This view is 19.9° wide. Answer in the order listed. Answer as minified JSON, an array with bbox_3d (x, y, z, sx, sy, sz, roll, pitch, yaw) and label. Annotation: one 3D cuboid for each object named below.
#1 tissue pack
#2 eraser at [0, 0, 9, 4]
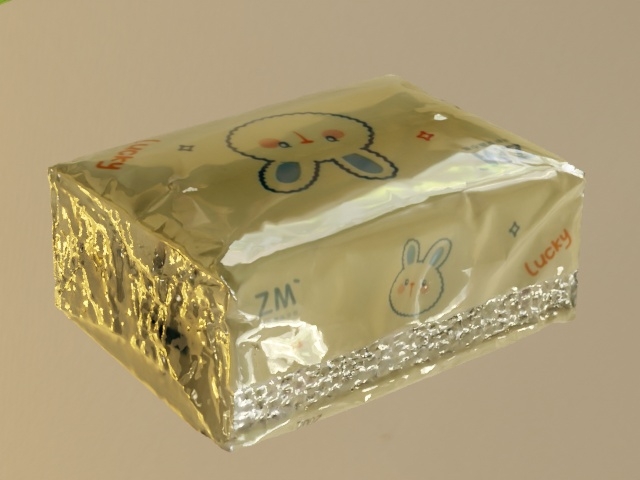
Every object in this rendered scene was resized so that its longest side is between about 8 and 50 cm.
[{"bbox_3d":[0.000,0.000,0.808,0.196,0.148,0.092,-17,-57,-34],"label":"tissue pack"},{"bbox_3d":[-0.145,-0.150,0.518,0.274,0.210,0.092,-21,-130,16],"label":"eraser"}]
